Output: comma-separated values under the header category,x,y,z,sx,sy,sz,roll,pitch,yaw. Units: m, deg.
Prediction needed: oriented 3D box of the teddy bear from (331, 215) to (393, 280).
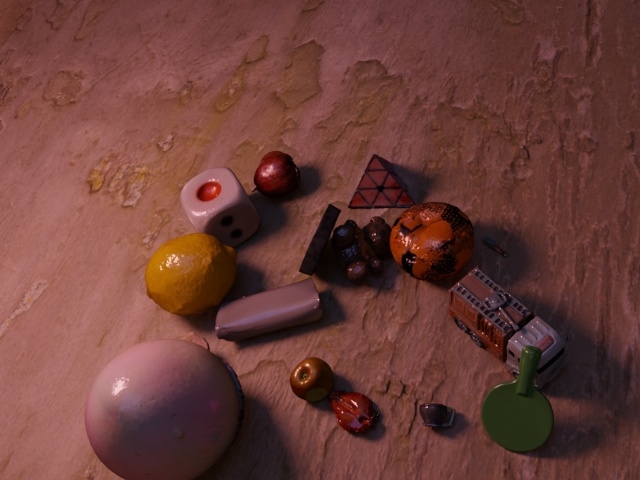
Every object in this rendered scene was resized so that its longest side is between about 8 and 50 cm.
category,x,y,z,sx,sy,sz,roll,pitch,yaw
teddy bear,0.129,0.016,1.894,0.190,0.140,0.177,-26,82,-13

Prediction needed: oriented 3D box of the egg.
category,x,y,z,sx,sy,sz,roll,pitch,yaw
egg,-0.401,0.410,1.573,0.355,0.340,0.354,-3,79,16

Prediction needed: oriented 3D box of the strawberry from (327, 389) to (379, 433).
category,x,y,z,sx,sy,sz,roll,pitch,yaw
strawberry,0.079,0.423,1.658,0.152,0.048,0.104,28,64,28

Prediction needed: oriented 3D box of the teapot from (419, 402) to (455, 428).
category,x,y,z,sx,sy,sz,roll,pitch,yaw
teapot,0.281,0.422,1.593,0.088,0.066,0.056,5,75,-6

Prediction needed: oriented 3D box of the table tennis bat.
category,x,y,z,sx,sy,sz,roll,pitch,yaw
table tennis bat,0.455,0.359,1.501,0.161,0.039,0.256,15,105,24

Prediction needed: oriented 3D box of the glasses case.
category,x,y,z,sx,sy,sz,roll,pitch,yaw
glasses case,-0.143,0.198,1.868,0.308,0.083,0.128,-15,47,7

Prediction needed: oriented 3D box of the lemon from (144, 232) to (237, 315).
category,x,y,z,sx,sy,sz,roll,pitch,yaw
lemon,-0.374,0.095,1.921,0.288,0.233,0.233,-23,52,-5

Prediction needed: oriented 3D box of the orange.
category,x,y,z,sx,sy,sz,roll,pitch,yaw
orange,0.306,0.002,1.806,0.235,0.182,0.234,-17,44,17

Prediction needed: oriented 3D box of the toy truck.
category,x,y,z,sx,sy,sz,roll,pitch,yaw
toy truck,0.455,0.206,1.622,0.136,0.162,0.305,-38,54,-11

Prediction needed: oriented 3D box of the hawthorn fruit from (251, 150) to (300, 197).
category,x,y,z,sx,sy,sz,roll,pitch,yaw
hawthorn fruit,-0.149,-0.203,2.126,0.172,0.148,0.148,-37,51,14

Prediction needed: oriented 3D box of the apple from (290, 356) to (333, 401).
category,x,y,z,sx,sy,sz,roll,pitch,yaw
apple,-0.024,0.354,1.703,0.114,0.102,0.099,-23,50,10

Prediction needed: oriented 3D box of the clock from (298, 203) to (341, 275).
category,x,y,z,sx,sy,sz,roll,pitch,yaw
clock,0.000,0.000,1.886,0.042,0.215,0.214,24,62,2

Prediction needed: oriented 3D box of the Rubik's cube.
category,x,y,z,sx,sy,sz,roll,pitch,yaw
Rubik's cube,0.218,-0.183,2.055,0.191,0.211,0.178,29,40,-2

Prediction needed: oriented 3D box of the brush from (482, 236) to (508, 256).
category,x,y,z,sx,sy,sz,roll,pitch,yaw
brush,0.487,0.017,1.839,0.019,0.021,0.083,-38,54,-15

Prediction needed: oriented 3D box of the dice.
category,x,y,z,sx,sy,sz,roll,pitch,yaw
dice,-0.313,-0.098,2.063,0.194,0.191,0.193,-31,51,-7

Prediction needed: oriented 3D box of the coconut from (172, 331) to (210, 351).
category,x,y,z,sx,sy,sz,roll,pitch,yaw
coconut,-0.369,0.322,1.830,0.116,0.122,0.116,16,46,-18
